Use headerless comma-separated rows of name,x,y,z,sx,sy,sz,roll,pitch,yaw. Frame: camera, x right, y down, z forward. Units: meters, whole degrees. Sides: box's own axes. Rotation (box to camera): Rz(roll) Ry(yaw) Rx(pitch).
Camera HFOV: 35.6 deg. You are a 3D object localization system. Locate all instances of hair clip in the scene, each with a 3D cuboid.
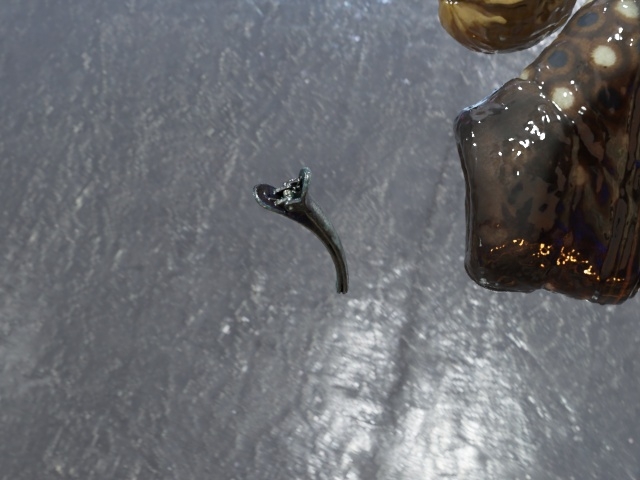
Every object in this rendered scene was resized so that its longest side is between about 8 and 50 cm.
hair clip,0.000,0.000,1.179,0.070,0.229,0.039,-19,49,14

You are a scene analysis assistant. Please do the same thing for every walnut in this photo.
walnut,0.255,-0.352,1.347,0.213,0.213,0.213,-11,62,22

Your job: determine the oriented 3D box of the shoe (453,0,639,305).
shoe,0.274,-0.123,1.167,0.237,0.171,0.384,9,87,-1
